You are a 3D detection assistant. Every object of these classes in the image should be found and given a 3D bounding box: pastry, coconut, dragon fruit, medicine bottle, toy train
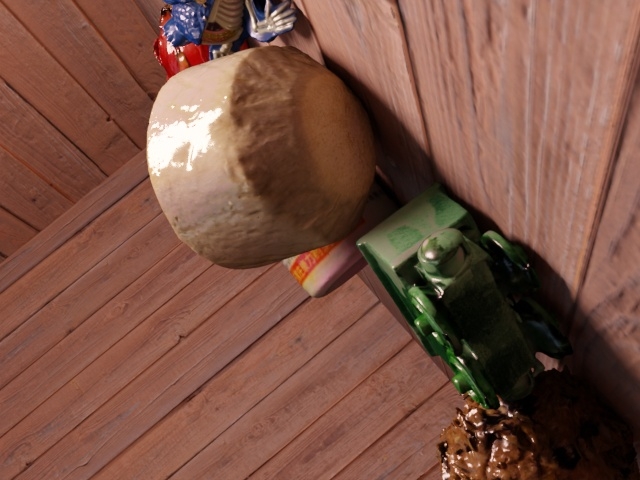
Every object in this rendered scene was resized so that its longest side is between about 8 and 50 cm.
[{"bbox_3d":[0.279,0.303,0.884,0.275,0.275,0.193,51,159,3],"label":"pastry"},{"bbox_3d":[-0.091,-0.105,0.921,0.329,0.329,0.329,50,177,4],"label":"coconut"},{"bbox_3d":[-0.214,-0.344,1.237,0.172,0.172,0.209,49,-173,32],"label":"dragon fruit"},{"bbox_3d":[-0.047,-0.109,1.172,0.388,0.219,0.219,51,177,10],"label":"medicine bottle"},{"bbox_3d":[0.177,0.076,0.805,0.266,0.145,0.202,56,177,-31],"label":"toy train"}]

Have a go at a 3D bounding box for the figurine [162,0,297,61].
[{"bbox_3d":[-0.133,-0.329,0.895,0.164,0.121,0.262,25,164,-25],"label":"figurine"}]
